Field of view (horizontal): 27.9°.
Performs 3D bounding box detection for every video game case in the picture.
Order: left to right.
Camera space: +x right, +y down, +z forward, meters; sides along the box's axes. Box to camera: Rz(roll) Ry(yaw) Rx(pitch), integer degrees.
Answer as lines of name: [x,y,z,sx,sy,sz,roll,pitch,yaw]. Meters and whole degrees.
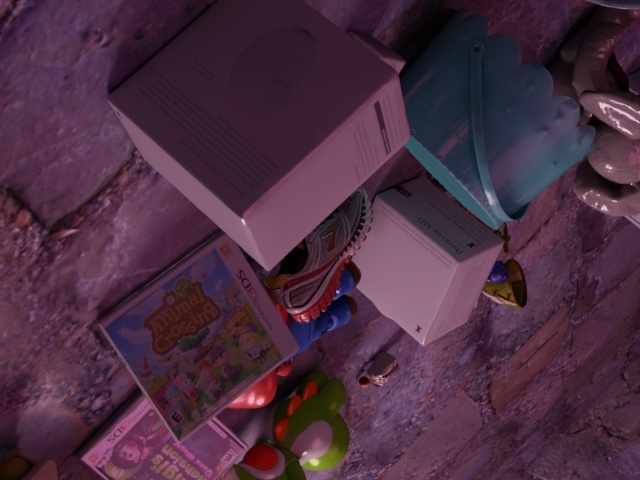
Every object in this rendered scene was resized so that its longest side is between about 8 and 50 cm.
video game case: [-0.223,0.302,1.844,0.173,0.022,0.190,-46,118,-6]
video game case: [-0.154,0.124,1.680,0.212,0.193,0.023,-37,-164,-22]

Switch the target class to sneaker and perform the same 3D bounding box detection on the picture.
sneaker: [0.000,0.000,1.789,0.093,0.088,0.225,41,57,-25]

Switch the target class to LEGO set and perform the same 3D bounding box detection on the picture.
LEGO set: [0.186,-0.092,2.072,0.054,0.023,0.083,-35,138,-30]

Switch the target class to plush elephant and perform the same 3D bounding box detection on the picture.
plush elephant: [0.478,-0.201,2.100,0.330,0.255,0.272,-37,152,-23]

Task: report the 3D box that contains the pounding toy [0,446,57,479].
pounding toy: [-0.468,0.349,1.595,0.269,0.155,0.154,-39,126,-39]

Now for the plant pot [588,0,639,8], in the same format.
plant pot: [0.450,-0.450,1.672,0.341,0.341,0.334,-56,161,15]

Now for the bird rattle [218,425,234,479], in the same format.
bird rattle: [-0.205,0.396,2.016,0.207,0.143,0.253,-48,163,-41]

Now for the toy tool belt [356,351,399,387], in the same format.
toy tool belt: [0.109,0.249,2.378,0.083,0.052,0.051,-42,145,-12]

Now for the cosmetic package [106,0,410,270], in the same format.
cosmetic package: [-0.063,-0.131,1.387,0.225,0.224,0.138,-42,153,-12]

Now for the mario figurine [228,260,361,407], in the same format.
mario figurine: [-0.087,0.116,1.856,0.170,0.198,0.320,-12,-164,44]

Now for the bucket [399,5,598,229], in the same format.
bucket: [0.221,-0.159,1.760,0.183,0.281,0.281,-46,154,2]

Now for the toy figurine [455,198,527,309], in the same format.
toy figurine: [0.216,0.063,2.254,0.217,0.191,0.362,-23,168,17]

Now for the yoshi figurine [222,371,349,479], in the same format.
yoshi figurine: [-0.057,0.400,2.164,0.362,0.204,0.203,-55,-178,-21]

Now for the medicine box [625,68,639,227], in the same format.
medicine box: [0.677,-0.151,2.440,0.149,0.289,0.263,-30,149,-34]

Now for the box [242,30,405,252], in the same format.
box: [-0.008,-0.118,1.677,0.067,0.063,0.324,1,126,-58]

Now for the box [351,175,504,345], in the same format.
box: [0.159,0.030,2.006,0.119,0.181,0.182,-24,145,-42]
